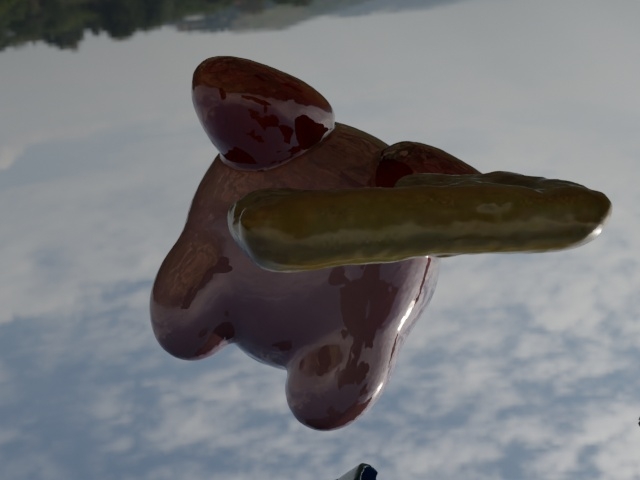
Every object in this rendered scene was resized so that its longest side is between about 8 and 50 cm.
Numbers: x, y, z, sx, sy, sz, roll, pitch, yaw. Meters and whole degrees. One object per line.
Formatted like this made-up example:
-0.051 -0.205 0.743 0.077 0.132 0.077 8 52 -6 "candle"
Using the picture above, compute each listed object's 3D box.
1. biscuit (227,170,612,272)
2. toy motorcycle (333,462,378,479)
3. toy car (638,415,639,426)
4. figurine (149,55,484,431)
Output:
0.036 -0.014 0.594 0.183 0.039 0.174 -4 -172 -15 "biscuit"
0.063 0.293 0.959 0.326 0.200 0.191 21 -149 -2 "toy motorcycle"
0.387 0.163 1.150 0.143 0.073 0.054 -42 -171 -3 "toy car"
0.004 -0.008 0.978 0.269 0.261 0.211 25 -158 5 "figurine"
